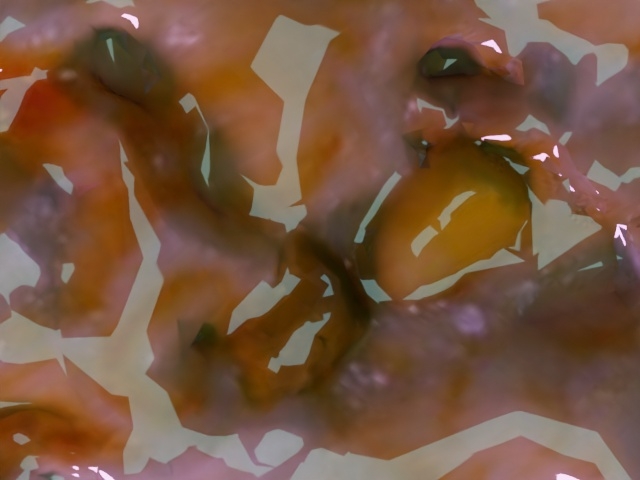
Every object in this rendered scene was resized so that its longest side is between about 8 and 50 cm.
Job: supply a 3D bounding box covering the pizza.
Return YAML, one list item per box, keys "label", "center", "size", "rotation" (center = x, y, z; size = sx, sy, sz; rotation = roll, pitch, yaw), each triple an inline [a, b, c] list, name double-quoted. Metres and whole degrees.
- label: "pizza"
  center: [-0.021, -0.024, 0.403]
  size: [0.392, 0.080, 0.435]
  rotation: [-10, 97, -2]
